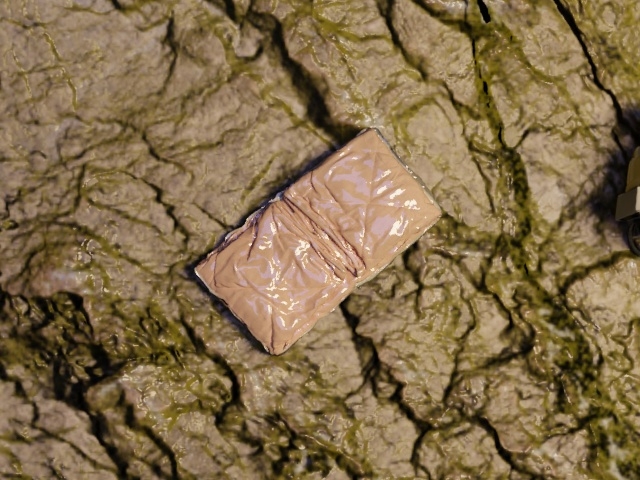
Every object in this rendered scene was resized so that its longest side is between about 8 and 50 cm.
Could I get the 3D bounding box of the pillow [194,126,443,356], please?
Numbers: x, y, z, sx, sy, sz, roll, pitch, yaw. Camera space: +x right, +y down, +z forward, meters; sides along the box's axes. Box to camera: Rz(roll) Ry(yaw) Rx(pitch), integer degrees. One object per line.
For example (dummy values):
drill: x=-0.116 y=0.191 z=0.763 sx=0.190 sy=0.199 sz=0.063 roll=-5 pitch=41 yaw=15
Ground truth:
pillow: x=0.000 y=0.000 z=1.144 sx=0.232 sy=0.043 sz=0.126 roll=-39 pitch=88 yaw=-3

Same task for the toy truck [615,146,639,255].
toy truck: x=0.434 y=-0.054 z=1.150 sx=0.272 sy=0.124 sz=0.157 roll=6 pitch=84 yaw=-4
